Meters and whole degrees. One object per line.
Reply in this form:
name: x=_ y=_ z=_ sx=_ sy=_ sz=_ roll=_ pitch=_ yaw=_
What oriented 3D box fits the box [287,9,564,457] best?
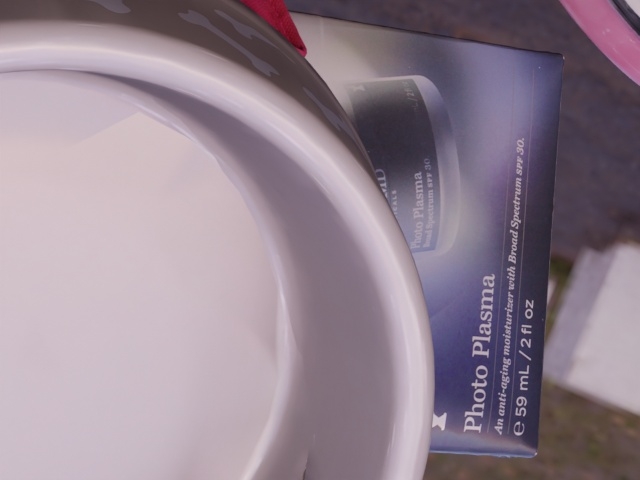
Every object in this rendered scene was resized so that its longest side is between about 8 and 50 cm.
box: x=0.000 y=0.000 z=1.309 sx=0.294 sy=0.296 sz=0.182 roll=5 pitch=176 yaw=-26

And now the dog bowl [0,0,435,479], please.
dog bowl: x=-0.114 y=0.061 z=0.700 sx=0.348 sy=0.349 sz=0.102 roll=26 pitch=-175 yaw=-24

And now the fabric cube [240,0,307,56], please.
fabric cube: x=-0.209 y=-0.129 z=0.875 sx=0.254 sy=0.258 sz=0.259 roll=26 pitch=-149 yaw=-45

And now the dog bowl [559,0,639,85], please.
dog bowl: x=0.283 y=-0.260 z=1.318 sx=0.408 sy=0.408 sz=0.150 roll=26 pitch=136 yaw=-32
